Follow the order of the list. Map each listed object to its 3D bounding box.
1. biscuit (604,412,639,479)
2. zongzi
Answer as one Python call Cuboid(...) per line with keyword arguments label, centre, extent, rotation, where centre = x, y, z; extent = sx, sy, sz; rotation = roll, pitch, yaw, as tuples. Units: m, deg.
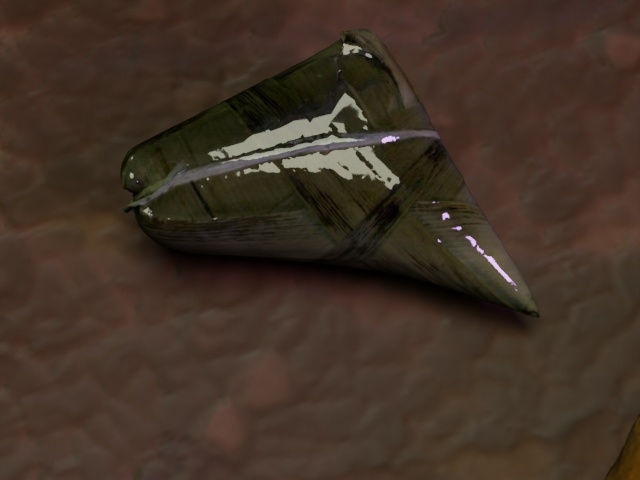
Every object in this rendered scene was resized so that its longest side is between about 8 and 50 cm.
Cuboid(label="biscuit", centre=(0.210, 0.115, 0.498), extent=(0.296, 0.102, 0.296), rotation=(-4, 70, 12))
Cuboid(label="zongzi", centre=(0.000, 0.000, 0.624), extent=(0.104, 0.052, 0.113), rotation=(-29, 78, -2))
